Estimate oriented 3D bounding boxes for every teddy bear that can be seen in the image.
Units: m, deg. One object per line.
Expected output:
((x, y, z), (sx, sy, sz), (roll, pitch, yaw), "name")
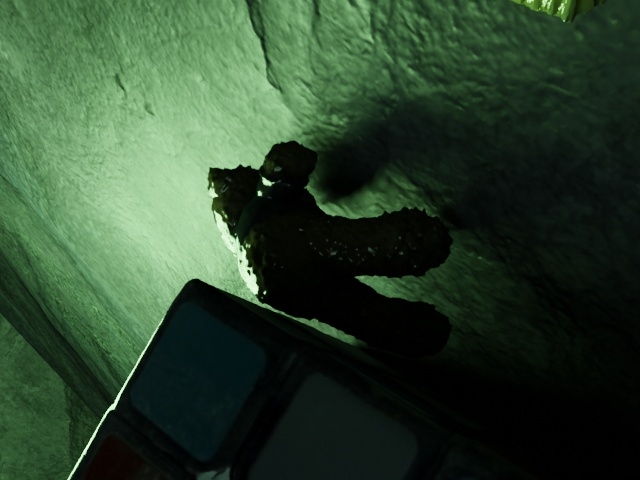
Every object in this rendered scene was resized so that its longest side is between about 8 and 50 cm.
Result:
((-0.012, 0.007, 0.571), (0.251, 0.129, 0.182), (25, 125, 36), "teddy bear")

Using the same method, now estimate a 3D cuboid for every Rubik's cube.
((0.013, 0.280, 0.550), (0.363, 0.359, 0.362), (30, 178, 32), "Rubik's cube")

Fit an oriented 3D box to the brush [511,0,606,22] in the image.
((0.136, -0.122, 0.317), (0.297, 0.068, 0.060), (32, 166, 20), "brush")
